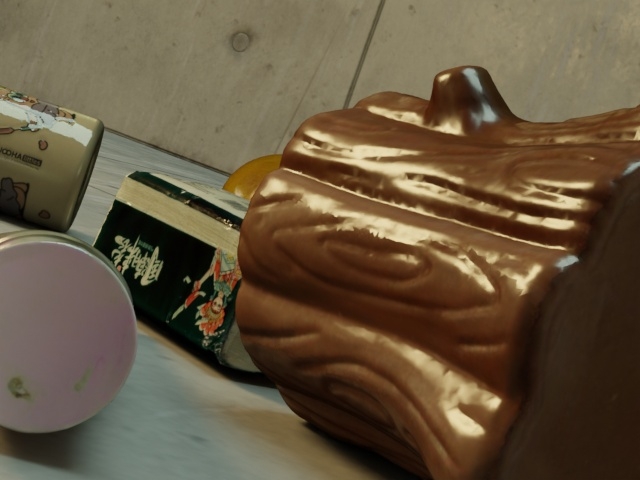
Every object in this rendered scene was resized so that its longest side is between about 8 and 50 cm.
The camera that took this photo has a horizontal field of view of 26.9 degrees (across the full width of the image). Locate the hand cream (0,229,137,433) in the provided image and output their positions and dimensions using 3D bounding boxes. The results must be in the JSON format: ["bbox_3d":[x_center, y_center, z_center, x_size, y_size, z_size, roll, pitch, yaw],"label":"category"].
[{"bbox_3d":[-0.124,0.024,0.612,0.111,0.070,0.312,16,1,-13],"label":"hand cream"}]

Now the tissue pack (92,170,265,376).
[{"bbox_3d":[-0.055,0.020,0.810,0.103,0.090,0.170,16,7,-38],"label":"tissue pack"}]

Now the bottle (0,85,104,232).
[{"bbox_3d":[-0.287,-0.080,1.070,0.209,0.097,0.110,19,-34,-6],"label":"bottle"}]

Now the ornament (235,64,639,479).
[{"bbox_3d":[0.085,0.027,0.621,0.235,0.221,0.218,-17,22,-35],"label":"ornament"}]

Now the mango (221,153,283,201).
[{"bbox_3d":[0.002,0.000,1.194,0.221,0.120,0.151,31,13,36],"label":"mango"}]
